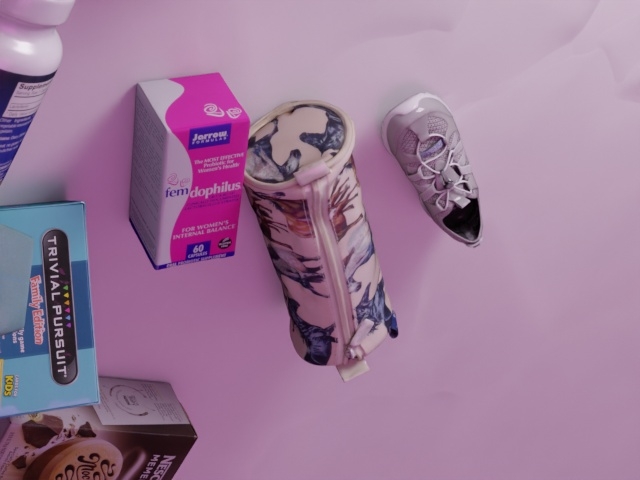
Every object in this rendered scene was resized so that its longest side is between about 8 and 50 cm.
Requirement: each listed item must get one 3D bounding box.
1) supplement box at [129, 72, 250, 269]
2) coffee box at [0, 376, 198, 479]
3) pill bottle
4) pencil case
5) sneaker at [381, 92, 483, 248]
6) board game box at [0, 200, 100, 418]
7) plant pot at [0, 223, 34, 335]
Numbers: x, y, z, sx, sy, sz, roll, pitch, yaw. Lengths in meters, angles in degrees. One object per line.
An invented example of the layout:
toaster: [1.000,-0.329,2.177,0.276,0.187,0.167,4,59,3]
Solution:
supplement box: [-0.167,-0.086,1.706,0.111,0.114,0.220,-11,132,-23]
coffee box: [-0.349,0.288,1.935,0.297,0.119,0.168,10,122,-38]
pill bottle: [-0.368,-0.180,1.457,0.153,0.153,0.264,11,121,-39]
pencil case: [0.000,0.000,1.840,0.160,0.183,0.410,-27,138,-11]
sneaker: [0.176,-0.097,1.909,0.105,0.115,0.281,-35,139,1]
board game box: [-0.442,0.091,1.625,0.336,0.079,0.253,-6,95,-29]
plant pot: [-0.445,0.032,1.489,0.234,0.165,0.165,6,89,-34]
